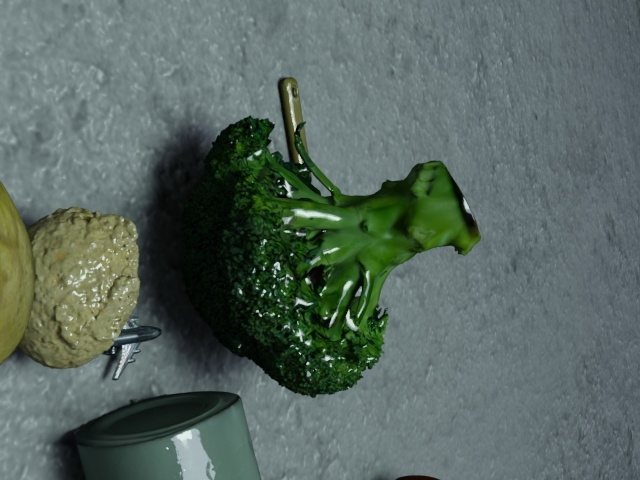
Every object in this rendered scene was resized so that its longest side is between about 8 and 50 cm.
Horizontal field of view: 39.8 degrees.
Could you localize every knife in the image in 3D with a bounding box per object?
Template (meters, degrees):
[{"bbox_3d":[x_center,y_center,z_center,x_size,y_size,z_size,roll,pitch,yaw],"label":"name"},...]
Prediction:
[{"bbox_3d":[-0.013,-0.055,1.105,0.047,0.017,0.298,-22,106,-59],"label":"knife"}]

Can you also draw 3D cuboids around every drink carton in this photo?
[{"bbox_3d":[-0.122,0.247,0.796,0.191,0.185,0.189,-18,100,-52],"label":"drink carton"}]

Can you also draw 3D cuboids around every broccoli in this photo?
[{"bbox_3d":[0.000,0.000,0.907,0.297,0.297,0.297,-25,90,-85],"label":"broccoli"}]

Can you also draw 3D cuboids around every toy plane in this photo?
[{"bbox_3d":[-0.186,0.091,0.838,0.083,0.031,0.078,-5,92,-54],"label":"toy plane"}]

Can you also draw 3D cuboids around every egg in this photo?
[{"bbox_3d":[-0.207,0.038,0.733,0.116,0.118,0.140,-51,158,-78],"label":"egg"}]

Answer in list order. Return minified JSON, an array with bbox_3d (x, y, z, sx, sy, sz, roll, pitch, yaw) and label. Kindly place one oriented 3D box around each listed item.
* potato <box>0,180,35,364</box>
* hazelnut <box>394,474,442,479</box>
[{"bbox_3d":[-0.301,0.011,0.561,0.266,0.229,0.229,53,46,-59],"label":"potato"},{"bbox_3d":[0.156,0.412,1.156,0.208,0.208,0.208,5,84,-55],"label":"hazelnut"}]
